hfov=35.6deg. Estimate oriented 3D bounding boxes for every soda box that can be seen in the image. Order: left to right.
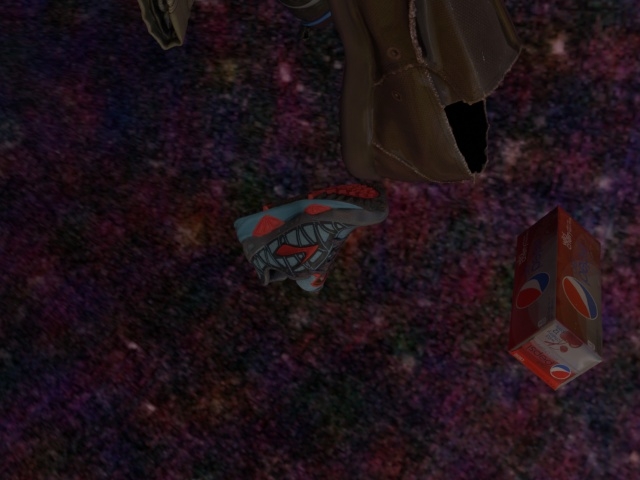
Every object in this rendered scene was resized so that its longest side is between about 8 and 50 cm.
[{"bbox_3d":[0.315,0.070,1.330,0.092,0.083,0.263,39,34,-13],"label":"soda box"}]

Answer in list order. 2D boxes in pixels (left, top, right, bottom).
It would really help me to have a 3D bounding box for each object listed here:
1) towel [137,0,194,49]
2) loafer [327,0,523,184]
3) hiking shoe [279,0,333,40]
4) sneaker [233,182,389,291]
[{"bbox_3d":[-0.136,-0.379,0.845,0.312,0.056,0.324,82,15,-58],"label":"towel"},{"bbox_3d":[0.085,-0.171,0.707,0.366,0.130,0.134,81,28,-58],"label":"loafer"},{"bbox_3d":[0.055,-0.412,1.328,0.304,0.113,0.132,-43,161,-1],"label":"hiking shoe"},{"bbox_3d":[0.000,0.000,1.280,0.104,0.262,0.125,-16,92,-40],"label":"sneaker"}]
